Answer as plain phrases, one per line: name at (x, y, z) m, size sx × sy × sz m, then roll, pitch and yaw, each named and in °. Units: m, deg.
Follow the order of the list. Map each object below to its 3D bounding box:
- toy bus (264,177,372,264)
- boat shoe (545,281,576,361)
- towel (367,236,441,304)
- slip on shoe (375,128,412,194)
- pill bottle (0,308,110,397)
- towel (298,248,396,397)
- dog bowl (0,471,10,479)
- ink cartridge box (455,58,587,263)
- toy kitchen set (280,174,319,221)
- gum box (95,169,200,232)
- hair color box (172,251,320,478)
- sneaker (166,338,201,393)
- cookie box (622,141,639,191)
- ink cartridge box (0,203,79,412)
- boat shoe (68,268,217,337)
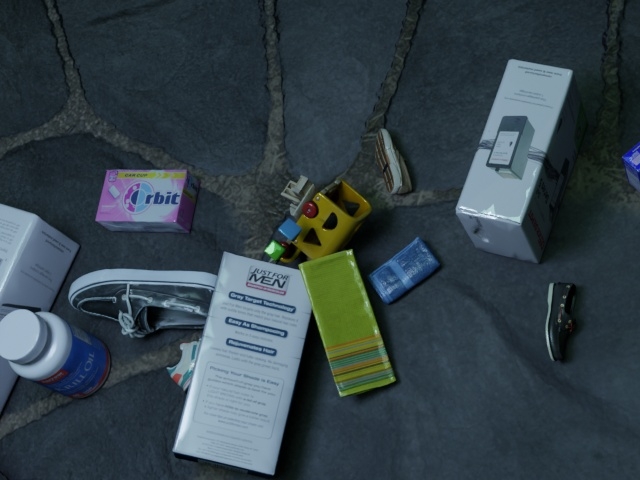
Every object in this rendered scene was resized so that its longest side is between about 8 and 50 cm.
toy bus at (0.003, -0.006, 1.961) m, size 0.104 × 0.202 × 0.191 m, roll 40°, pitch 79°, yaw 8°
boat shoe at (0.385, 0.129, 1.803) m, size 0.042 × 0.049 × 0.133 m, roll -4°, pitch 63°, yaw 29°
towel at (0.144, 0.053, 1.941) m, size 0.119 × 0.029 × 0.067 m, roll -36°, pitch 62°, yaw 4°
slip on shoe at (0.131, -0.141, 2.019) m, size 0.041 × 0.051 × 0.135 m, roll 0°, pitch 53°, yaw -21°
pill bottle at (-0.481, 0.199, 2.018) m, size 0.124 × 0.221 × 0.124 m, roll -8°, pitch 67°, yaw 19°
towel at (0.045, 0.137, 1.889) m, size 0.102 × 0.021 × 0.237 m, roll -15°, pitch 80°, yaw -15°
dog bowl at (-0.681, 0.562, 1.994) m, size 0.408 × 0.150 × 0.408 m, roll -7°, pitch 67°, yaw 18°
ink cartridge box at (0.332, -0.124, 1.840) m, size 0.115 × 0.198 × 0.273 m, roll 15°, pitch 76°, yaw 25°
toy kitchen set at (-0.052, -0.079, 2.038) m, size 0.075 × 0.083 × 0.068 m, roll 26°, pitch 78°, yaw 29°
gum box at (-0.335, -0.075, 2.162) m, size 0.188 × 0.062 × 0.107 m, roll 1°, pitch 70°, yaw 22°
hair color box at (-0.124, 0.211, 1.908) m, size 0.174 × 0.105 × 0.347 m, roll 14°, pitch 74°, yaw -2°
sneaker at (-0.210, 0.191, 2.009) m, size 0.075 × 0.057 × 0.161 m, roll 37°, pitch 89°, yaw 24°
cookie box at (0.537, -0.130, 1.814) m, size 0.092 × 0.107 × 0.040 m, roll -41°, pitch 62°, yaw 3°
ink cartridge box at (-0.687, 0.122, 2.162) m, size 0.285 × 0.166 × 0.395 m, roll 16°, pitch 75°, yaw 27°
boat shoe at (-0.323, 0.123, 2.050) m, size 0.306 × 0.113 × 0.105 m, roll 1°, pitch 55°, yaw 12°
